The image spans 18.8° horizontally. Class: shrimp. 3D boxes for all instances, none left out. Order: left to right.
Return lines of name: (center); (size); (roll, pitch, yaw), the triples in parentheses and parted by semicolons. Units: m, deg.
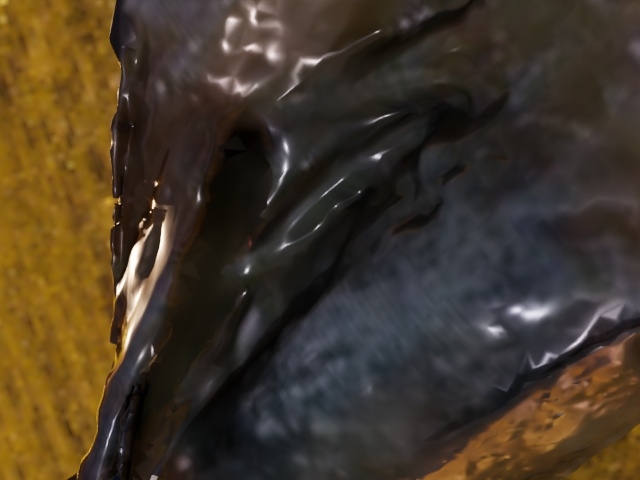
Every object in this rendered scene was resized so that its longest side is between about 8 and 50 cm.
shrimp: (0.000, 0.000, 0.592); (0.221, 0.110, 0.445); (45, 114, 3)
